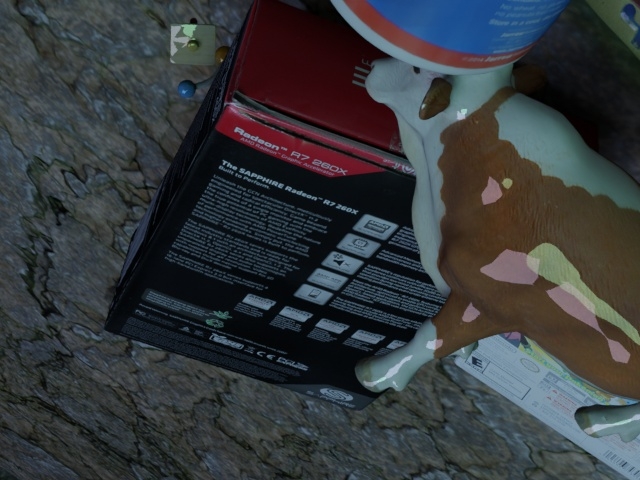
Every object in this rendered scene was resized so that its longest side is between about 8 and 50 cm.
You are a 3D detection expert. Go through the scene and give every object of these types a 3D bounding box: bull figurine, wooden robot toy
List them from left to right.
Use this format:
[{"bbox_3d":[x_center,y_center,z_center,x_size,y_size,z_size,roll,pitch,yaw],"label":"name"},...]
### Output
[{"bbox_3d":[-0.027,-0.124,0.834,0.173,0.079,0.076,23,123,-21],"label":"wooden robot toy"},{"bbox_3d":[0.133,0.029,0.629,0.310,0.101,0.188,33,128,1],"label":"bull figurine"}]

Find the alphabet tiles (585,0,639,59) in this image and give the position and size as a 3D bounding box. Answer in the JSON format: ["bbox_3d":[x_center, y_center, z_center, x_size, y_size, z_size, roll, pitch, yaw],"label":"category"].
[{"bbox_3d":[0.214,-0.142,0.494,0.342,0.011,0.285,49,152,9],"label":"alphabet tiles"}]

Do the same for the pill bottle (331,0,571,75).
[{"bbox_3d":[0.088,-0.179,0.489,0.124,0.124,0.221,37,142,2],"label":"pill bottle"}]

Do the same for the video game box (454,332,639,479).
[{"bbox_3d":[0.213,0.094,0.877,0.205,0.048,0.187,34,153,9],"label":"video game box"}]

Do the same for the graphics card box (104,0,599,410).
[{"bbox_3d":[0.000,0.000,0.843,0.233,0.094,0.371,18,150,-12],"label":"graphics card box"}]
